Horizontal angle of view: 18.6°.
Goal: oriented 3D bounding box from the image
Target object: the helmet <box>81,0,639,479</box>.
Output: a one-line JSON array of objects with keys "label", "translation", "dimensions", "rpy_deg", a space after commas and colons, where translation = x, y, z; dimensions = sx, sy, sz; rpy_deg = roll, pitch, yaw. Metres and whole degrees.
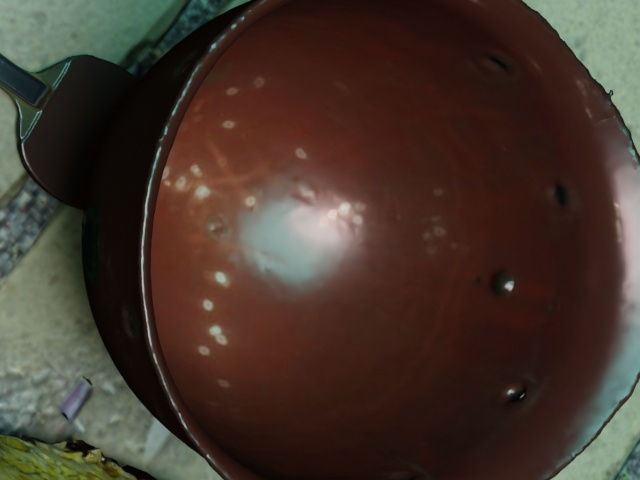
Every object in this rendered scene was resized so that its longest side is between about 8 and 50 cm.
[{"label": "helmet", "translation": [0.000, 0.000, 1.214], "dimensions": [0.385, 0.230, 0.337], "rpy_deg": [10, 89, -38]}]

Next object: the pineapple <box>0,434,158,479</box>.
[{"label": "pineapple", "translation": [-0.172, 0.287, 1.166], "dimensions": [0.262, 0.262, 0.271], "rpy_deg": [26, 104, -28]}]

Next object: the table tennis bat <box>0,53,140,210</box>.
[{"label": "table tennis bat", "translation": [-0.164, -0.080, 1.239], "dimensions": [0.158, 0.014, 0.095], "rpy_deg": [35, 77, -29]}]
